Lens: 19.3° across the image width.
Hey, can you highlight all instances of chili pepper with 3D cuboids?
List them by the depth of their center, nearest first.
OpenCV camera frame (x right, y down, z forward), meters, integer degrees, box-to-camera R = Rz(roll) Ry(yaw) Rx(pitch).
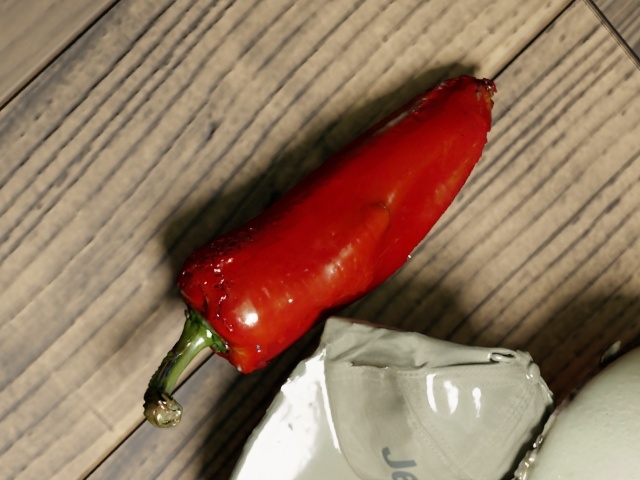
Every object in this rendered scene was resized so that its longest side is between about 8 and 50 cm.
[{"bbox_3d":[0.000,0.000,1.434,0.387,0.110,0.110,-38,103,-17],"label":"chili pepper"}]

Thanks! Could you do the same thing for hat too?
[{"bbox_3d":[0.062,0.182,1.417,0.214,0.149,0.245,36,74,-42],"label":"hat"}]

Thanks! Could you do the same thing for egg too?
[{"bbox_3d":[0.286,0.220,1.455,0.286,0.174,0.264,8,102,-52],"label":"egg"}]
